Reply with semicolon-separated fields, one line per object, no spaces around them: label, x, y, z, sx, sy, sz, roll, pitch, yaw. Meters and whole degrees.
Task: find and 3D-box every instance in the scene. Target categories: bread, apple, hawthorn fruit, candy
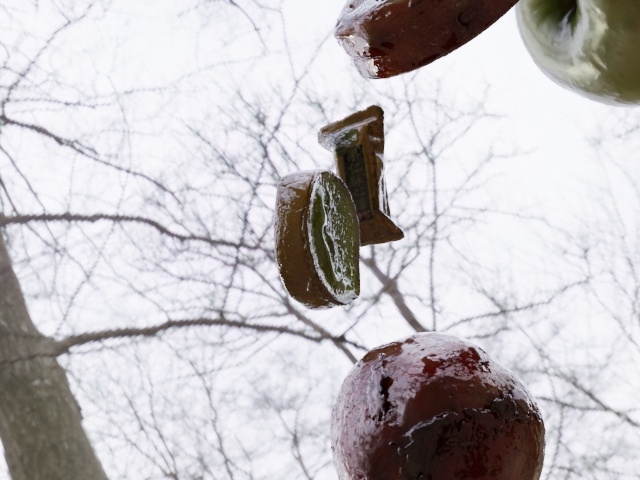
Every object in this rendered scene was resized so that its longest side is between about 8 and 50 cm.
bread;0.162;-0.359;1.381;0.295;0.328;0.114;-24;-68;23
bread;0.000;0.000;1.525;0.070;0.236;0.236;-7;-38;24
apple;0.559;-0.452;1.610;0.473;0.473;0.474;-19;-48;-22
hawthorn fruit;0.156;0.269;1.251;0.316;0.316;0.316;-19;-48;-22
candy;0.072;-0.118;1.803;0.143;0.271;0.101;-13;-16;17
